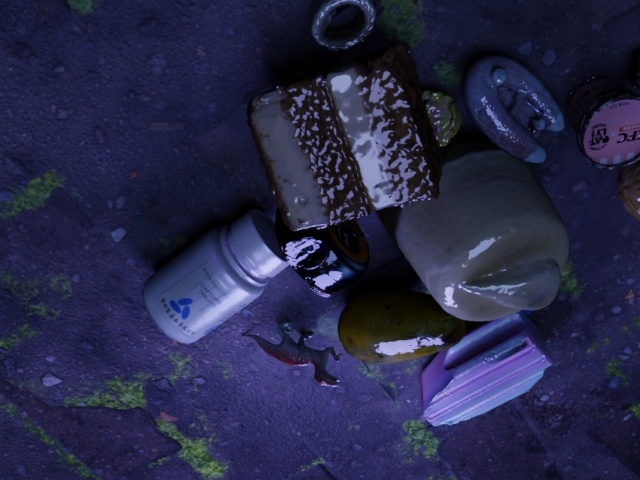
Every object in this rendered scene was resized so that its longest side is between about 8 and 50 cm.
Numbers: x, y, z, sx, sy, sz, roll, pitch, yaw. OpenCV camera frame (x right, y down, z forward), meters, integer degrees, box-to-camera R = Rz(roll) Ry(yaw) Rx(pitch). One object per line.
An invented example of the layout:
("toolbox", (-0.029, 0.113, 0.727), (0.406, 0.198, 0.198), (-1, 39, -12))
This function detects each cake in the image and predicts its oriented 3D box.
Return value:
("cake", (0.052, -0.180, 1.559), (0.290, 0.256, 0.282), (-18, 101, 15))

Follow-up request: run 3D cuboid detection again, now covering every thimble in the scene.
("thimble", (0.038, -0.393, 1.561), (0.102, 0.090, 0.115), (35, 113, -24))

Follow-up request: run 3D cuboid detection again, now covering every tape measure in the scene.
("tape measure", (0.000, 0.000, 1.760), (0.135, 0.202, 0.223), (-34, 130, 22))

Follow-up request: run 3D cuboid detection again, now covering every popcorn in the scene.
("popcorn", (0.222, -0.229, 1.692), (0.096, 0.089, 0.109), (0, 93, 24))

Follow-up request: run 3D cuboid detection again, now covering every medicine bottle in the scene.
("medicine bottle", (-0.207, 0.070, 1.812), (0.293, 0.170, 0.170), (-37, 120, 17))

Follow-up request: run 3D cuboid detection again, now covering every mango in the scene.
("mango", (0.171, 0.177, 1.872), (0.329, 0.177, 0.176), (-19, 117, 42))

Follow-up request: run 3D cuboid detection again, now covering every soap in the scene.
("soap", (0.365, 0.303, 2.049), (0.323, 0.109, 0.193), (-33, 131, 18))

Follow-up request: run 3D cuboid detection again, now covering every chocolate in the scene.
("chocolate", (0.305, 0.009, 1.717), (0.326, 0.297, 0.314), (-22, 137, 13))

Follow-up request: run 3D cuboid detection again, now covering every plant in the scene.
("plant", (0.658, -0.317, 1.677), (0.143, 0.092, 0.095), (1, 118, 4))

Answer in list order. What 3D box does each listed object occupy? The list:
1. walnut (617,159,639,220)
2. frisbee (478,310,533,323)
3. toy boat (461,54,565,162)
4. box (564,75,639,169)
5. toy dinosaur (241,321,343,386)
("walnut", (0.690, -0.122, 1.736), (0.227, 0.228, 0.228), (-3, 125, -4))
("frisbee", (0.405, 0.099, 1.968), (0.242, 0.045, 0.242), (-3, 126, -3))
("toy boat", (0.363, -0.252, 1.649), (0.227, 0.085, 0.155), (40, 73, -16))
("box", (0.547, -0.233, 1.696), (0.151, 0.135, 0.151), (-4, 126, -6))
("toy dinosaur", (-0.067, 0.247, 1.961), (0.242, 0.167, 0.053), (7, 128, 7))
